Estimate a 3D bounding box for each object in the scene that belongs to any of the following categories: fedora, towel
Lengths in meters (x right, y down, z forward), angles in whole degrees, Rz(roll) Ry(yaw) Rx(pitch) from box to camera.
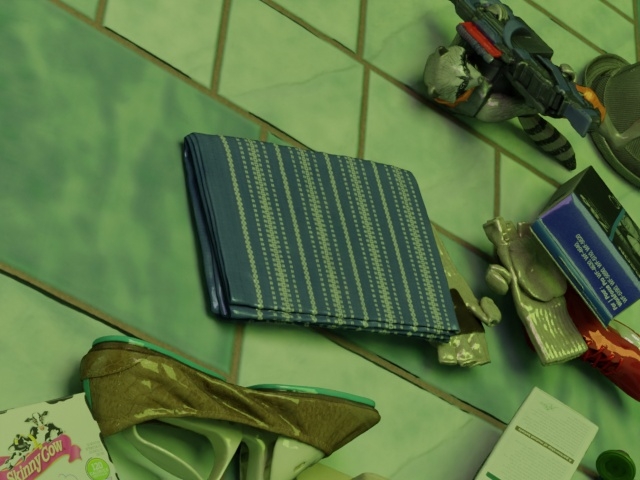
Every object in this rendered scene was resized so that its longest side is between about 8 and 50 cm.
[{"bbox_3d":[0.518,-0.200,2.546,0.275,0.124,0.243,-24,82,-50],"label":"fedora"},{"bbox_3d":[0.000,0.000,1.943,0.336,0.040,0.243,8,55,-36],"label":"towel"}]

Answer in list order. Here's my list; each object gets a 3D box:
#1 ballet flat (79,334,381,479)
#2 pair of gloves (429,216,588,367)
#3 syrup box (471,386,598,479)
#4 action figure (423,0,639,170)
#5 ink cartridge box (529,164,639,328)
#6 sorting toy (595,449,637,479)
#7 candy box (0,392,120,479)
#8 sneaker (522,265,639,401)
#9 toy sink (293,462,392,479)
[{"bbox_3d":[-0.090,0.191,1.691,0.342,0.116,0.124,18,67,-34],"label":"ballet flat"},{"bbox_3d":[0.212,0.061,2.078,0.240,0.042,0.204,-3,64,-29],"label":"pair of gloves"},{"bbox_3d":[0.224,0.282,1.919,0.096,0.093,0.237,32,40,10],"label":"syrup box"},{"bbox_3d":[0.281,-0.183,2.268,0.330,0.178,0.341,14,30,-33],"label":"action figure"},{"bbox_3d":[0.366,0.002,2.212,0.165,0.065,0.333,53,19,-1],"label":"ink cartridge box"},{"bbox_3d":[0.379,0.297,2.111,0.042,0.061,0.102,-48,123,-50],"label":"sorting toy"},{"bbox_3d":[-0.256,0.248,1.505,0.165,0.070,0.196,-10,71,-47],"label":"candy box"},{"bbox_3d":[0.340,0.145,2.177,0.221,0.087,0.128,46,47,9],"label":"sneaker"},{"bbox_3d":[0.062,0.327,1.719,0.153,0.131,0.234,28,46,-30],"label":"toy sink"}]
